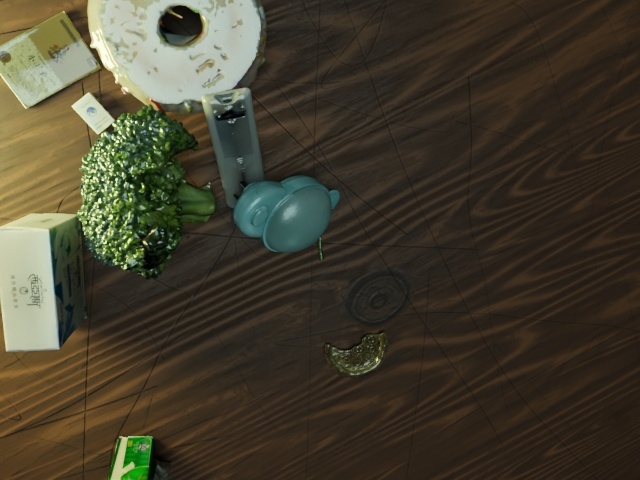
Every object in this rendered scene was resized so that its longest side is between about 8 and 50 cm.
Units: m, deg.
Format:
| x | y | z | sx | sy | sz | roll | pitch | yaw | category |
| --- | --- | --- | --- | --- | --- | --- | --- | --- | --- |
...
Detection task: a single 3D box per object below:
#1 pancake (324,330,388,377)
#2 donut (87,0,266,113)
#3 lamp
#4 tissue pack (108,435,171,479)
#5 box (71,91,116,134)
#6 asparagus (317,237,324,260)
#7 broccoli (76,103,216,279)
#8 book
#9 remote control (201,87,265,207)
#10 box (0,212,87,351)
| x | y | z | sx | sy | sz | roll | pitch | yaw | category |
| --- | --- | --- | --- | --- | --- | --- | --- | --- | --- |
| 0.113 | 0.327 | 1.370 | 0.184 | 0.020 | 0.190 | 43 | 91 | -16 | pancake |
| -0.308 | -0.471 | 1.039 | 0.384 | 0.142 | 0.381 | -2 | 103 | -10 | donut |
| -0.084 | -0.065 | 1.140 | 0.284 | 0.147 | 0.209 | 16 | 114 | -35 | lamp |
| -0.479 | 0.641 | 1.218 | 0.157 | 0.209 | 0.147 | 7 | 100 | -16 | tissue pack |
| -0.533 | -0.299 | 1.093 | 0.054 | 0.024 | 0.083 | -39 | 108 | 1 | box |
| 0.000 | 0.000 | 1.276 | 0.015 | 0.014 | 0.114 | -16 | 109 | -43 | asparagus |
| -0.399 | -0.089 | 1.042 | 0.317 | 0.278 | 0.338 | 53 | 47 | -48 | broccoli |
| -0.627 | -0.408 | 1.052 | 0.199 | 0.016 | 0.138 | -31 | 107 | -4 | book |
| -0.195 | -0.203 | 1.107 | 0.110 | 0.055 | 0.312 | -12 | 135 | -8 | remote control |
| -0.632 | 0.087 | 1.064 | 0.116 | 0.203 | 0.273 | 0 | 102 | -12 | box |
